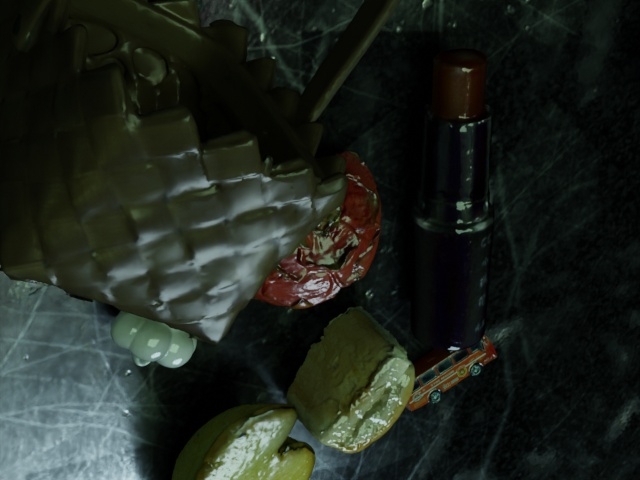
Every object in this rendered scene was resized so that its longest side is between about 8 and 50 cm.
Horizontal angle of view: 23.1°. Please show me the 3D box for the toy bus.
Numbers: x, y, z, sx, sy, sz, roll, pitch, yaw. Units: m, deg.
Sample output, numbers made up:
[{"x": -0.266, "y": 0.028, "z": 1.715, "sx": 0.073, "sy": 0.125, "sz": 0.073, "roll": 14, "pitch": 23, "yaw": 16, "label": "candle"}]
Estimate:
[{"x": 0.124, "y": 0.128, "z": 1.574, "sx": 0.110, "sy": 0.031, "sz": 0.043, "roll": -33, "pitch": 120, "yaw": -14, "label": "toy bus"}]

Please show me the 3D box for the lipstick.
[{"x": 0.123, "y": -0.036, "z": 1.457, "sx": 0.081, "sy": 0.081, "sz": 0.300, "roll": -16, "pitch": 121, "yaw": -25, "label": "lipstick"}]

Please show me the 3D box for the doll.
[{"x": -0.121, "y": 0.038, "z": 1.354, "sx": 0.106, "sy": 0.062, "sz": 0.162, "roll": 23, "pitch": 99, "yaw": -39, "label": "doll"}]

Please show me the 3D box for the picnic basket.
[{"x": -0.106, "y": -0.127, "z": 1.132, "sx": 0.254, "sy": 0.291, "sz": 0.321, "roll": 20, "pitch": 114, "yaw": -37, "label": "picnic basket"}]

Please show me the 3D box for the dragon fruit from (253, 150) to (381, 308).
[{"x": 0.000, "y": 0.000, "z": 1.373, "sx": 0.162, "sy": 0.083, "sz": 0.106, "roll": -52, "pitch": 162, "yaw": 1, "label": "dragon fruit"}]

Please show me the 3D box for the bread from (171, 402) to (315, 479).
[{"x": -0.070, "y": 0.205, "z": 1.467, "sx": 0.149, "sy": 0.065, "sz": 0.188, "roll": -9, "pitch": 134, "yaw": -35, "label": "bread"}]

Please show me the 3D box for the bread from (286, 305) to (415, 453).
[{"x": 0.033, "y": 0.139, "z": 1.475, "sx": 0.082, "sy": 0.106, "sz": 0.125, "roll": 36, "pitch": 94, "yaw": -38, "label": "bread"}]
